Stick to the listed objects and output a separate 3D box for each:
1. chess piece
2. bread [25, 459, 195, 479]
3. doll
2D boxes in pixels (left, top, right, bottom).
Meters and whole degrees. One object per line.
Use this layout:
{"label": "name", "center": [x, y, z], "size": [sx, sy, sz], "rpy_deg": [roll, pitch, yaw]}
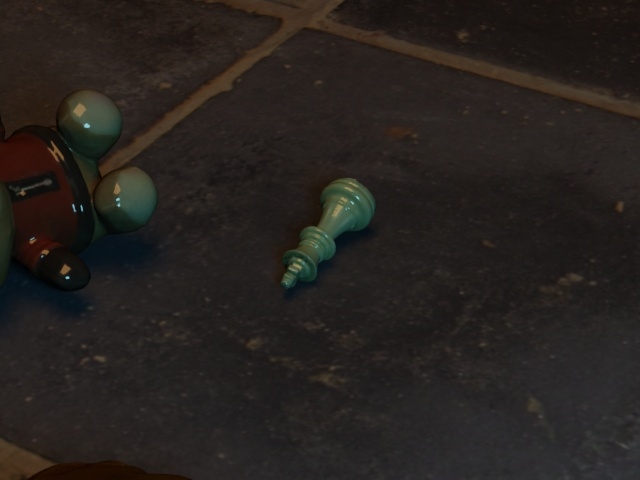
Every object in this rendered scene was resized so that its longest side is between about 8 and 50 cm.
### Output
{"label": "chess piece", "center": [0.000, 0.000, 1.902], "size": [0.059, 0.059, 0.149], "rpy_deg": [14, 43, 23]}
{"label": "bread", "center": [-0.133, 0.294, 1.321], "size": [0.279, 0.225, 0.250], "rpy_deg": [13, 39, 16]}
{"label": "doll", "center": [-0.337, -0.036, 1.877], "size": [0.330, 0.235, 0.174], "rpy_deg": [-18, -6, -33]}
